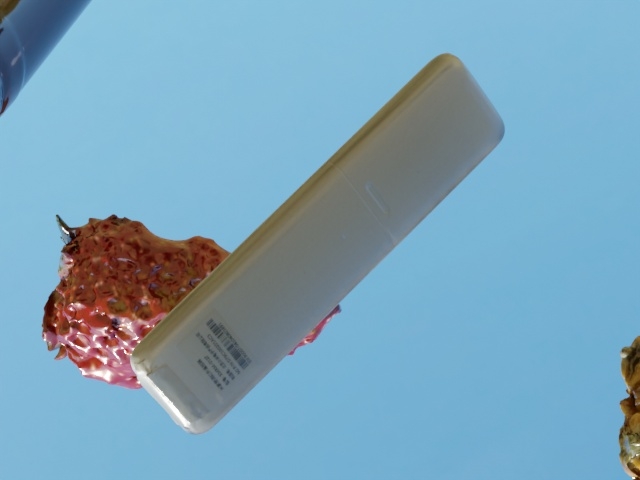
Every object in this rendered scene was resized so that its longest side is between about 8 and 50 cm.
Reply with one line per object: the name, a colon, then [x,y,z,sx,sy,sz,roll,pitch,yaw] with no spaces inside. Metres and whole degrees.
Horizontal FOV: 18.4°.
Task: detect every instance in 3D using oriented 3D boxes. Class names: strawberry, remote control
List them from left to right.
strawberry: [-0.103,0.071,1.530,0.228,0.174,0.098,13,-118,4]
remote control: [0.000,0.000,1.111,0.261,0.067,0.029,-45,-154,-14]

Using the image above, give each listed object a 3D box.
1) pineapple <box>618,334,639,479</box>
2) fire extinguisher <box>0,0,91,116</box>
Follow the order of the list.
pineapple: [0.273,0.138,1.179,0.140,0.250,0.164,-28,179,-27]
fire extinguisher: [-0.194,-0.201,1.272,0.114,0.135,0.337,-19,-151,39]
